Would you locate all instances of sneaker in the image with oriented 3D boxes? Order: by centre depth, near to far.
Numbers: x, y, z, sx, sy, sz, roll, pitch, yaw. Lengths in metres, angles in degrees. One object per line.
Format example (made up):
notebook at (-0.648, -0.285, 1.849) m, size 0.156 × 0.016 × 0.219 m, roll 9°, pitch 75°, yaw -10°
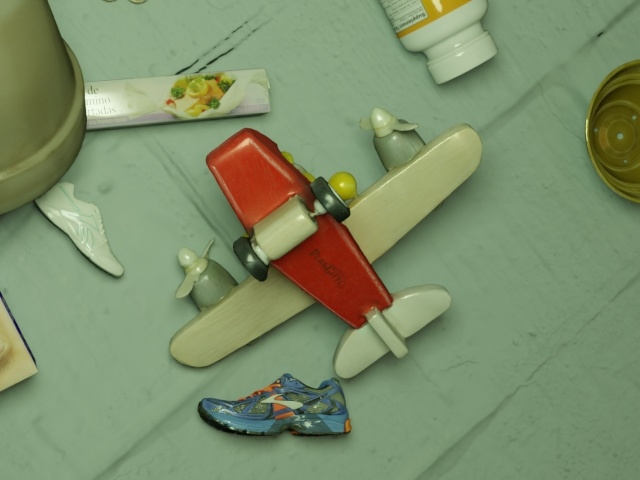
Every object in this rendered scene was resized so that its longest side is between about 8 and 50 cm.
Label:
sneaker at (-0.309, -0.015, 1.432) m, size 0.061 × 0.053 × 0.152 m, roll -44°, pitch 101°, yaw -14°
sneaker at (-0.065, 0.229, 1.504) m, size 0.221 × 0.083 × 0.087 m, roll 5°, pitch 76°, yaw -22°

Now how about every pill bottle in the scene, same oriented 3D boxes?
pill bottle at (0.153, -0.352, 1.521) m, size 0.136 × 0.136 × 0.246 m, roll -31°, pitch 99°, yaw -14°

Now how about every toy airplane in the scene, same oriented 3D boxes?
toy airplane at (0.000, 0.000, 1.443) m, size 0.386 × 0.272 × 0.384 m, roll -5°, pitch 130°, yaw -25°

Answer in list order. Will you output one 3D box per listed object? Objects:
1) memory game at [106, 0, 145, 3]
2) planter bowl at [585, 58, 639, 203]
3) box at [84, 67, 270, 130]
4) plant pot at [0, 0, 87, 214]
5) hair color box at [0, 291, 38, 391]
memory game at (-0.269, -0.412, 1.460) m, size 0.186 × 0.012 × 0.186 m, roll 0°, pitch 91°, yaw -17°
planter bowl at (0.478, -0.162, 1.644) m, size 0.217 × 0.090 × 0.217 m, roll 0°, pitch 91°, yaw -17°
box at (-0.230, -0.186, 1.447) m, size 0.323 × 0.067 × 0.063 m, roll -7°, pitch 92°, yaw -15°
plant pot at (-0.429, -0.227, 1.209) m, size 0.323 × 0.280 × 0.323 m, roll 5°, pitch 54°, yaw -7°
hair color box at (-0.512, 0.054, 1.346) m, size 0.185 × 0.110 × 0.339 m, roll -28°, pitch 100°, yaw -16°
